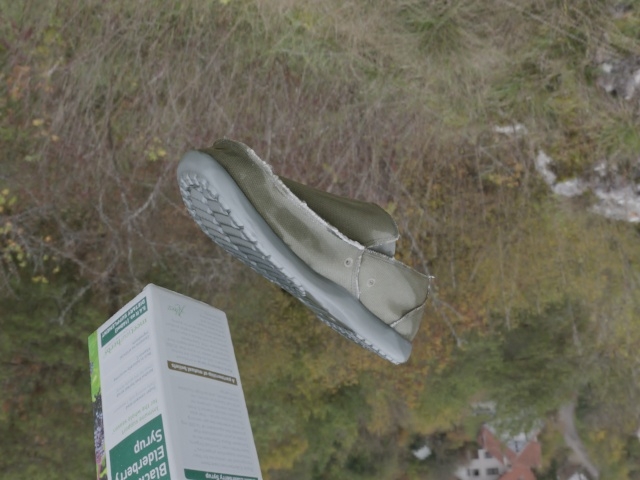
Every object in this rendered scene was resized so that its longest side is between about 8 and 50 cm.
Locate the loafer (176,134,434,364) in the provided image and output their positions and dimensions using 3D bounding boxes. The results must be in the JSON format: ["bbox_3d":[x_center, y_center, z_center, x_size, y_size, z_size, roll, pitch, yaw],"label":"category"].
[{"bbox_3d":[0.000,0.000,0.487,0.094,0.087,0.251,20,163,47],"label":"loafer"}]

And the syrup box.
[{"bbox_3d":[-0.123,0.165,0.560,0.093,0.237,0.096,-38,138,23],"label":"syrup box"}]
